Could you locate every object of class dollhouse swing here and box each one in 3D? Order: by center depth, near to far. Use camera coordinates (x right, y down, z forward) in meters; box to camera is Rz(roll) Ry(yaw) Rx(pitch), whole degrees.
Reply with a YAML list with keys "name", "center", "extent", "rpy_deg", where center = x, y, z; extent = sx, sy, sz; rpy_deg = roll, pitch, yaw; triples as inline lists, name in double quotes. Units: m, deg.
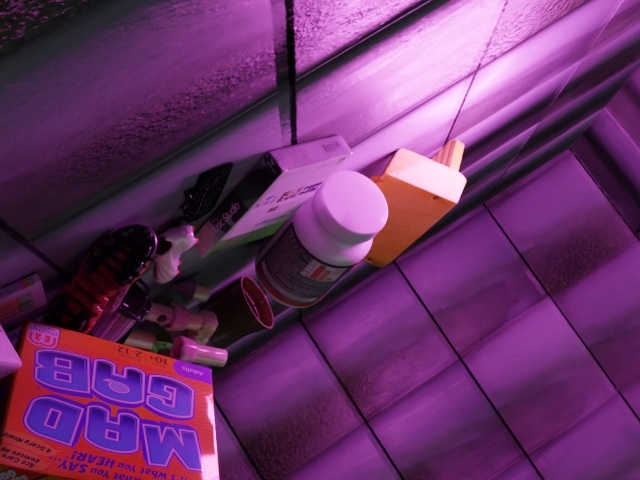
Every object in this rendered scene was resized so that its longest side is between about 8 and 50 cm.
- name: "dollhouse swing"
  center: [0.198, -0.154, 2.395]
  extent: [0.315, 0.305, 0.347]
  rpy_deg: [20, 140, -22]

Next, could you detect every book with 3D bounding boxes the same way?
- name: "book"
  center: [-0.552, 0.111, 1.502]
  extent: [0.144, 0.035, 0.096]
  rpy_deg: [-27, 163, -23]

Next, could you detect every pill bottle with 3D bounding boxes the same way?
- name: "pill bottle"
  center: [0.000, 0.000, 2.098]
  extent: [0.210, 0.210, 0.363]
  rpy_deg: [-25, 166, -38]

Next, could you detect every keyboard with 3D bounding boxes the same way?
- name: "keyboard"
  center: [-0.216, -0.074, 1.639]
  extent: [0.100, 0.038, 0.192]
  rpy_deg: [-28, 166, -27]

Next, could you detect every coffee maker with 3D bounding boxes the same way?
- name: "coffee maker"
  center: [-0.433, 0.179, 1.787]
  extent: [0.178, 0.120, 0.171]
  rpy_deg: [-51, 166, 15]

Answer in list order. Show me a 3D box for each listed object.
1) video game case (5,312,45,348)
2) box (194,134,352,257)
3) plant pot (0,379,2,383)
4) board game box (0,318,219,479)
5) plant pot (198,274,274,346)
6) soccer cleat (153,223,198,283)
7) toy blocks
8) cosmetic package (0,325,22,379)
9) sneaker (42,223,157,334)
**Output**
- name: "video game case"
  center: [-0.663, 0.264, 1.801]
  extent: [0.299, 0.036, 0.329]
  rpy_deg: [-29, 168, -25]
- name: "box"
  center: [-0.105, -0.092, 1.828]
  extent: [0.232, 0.058, 0.322]
  rpy_deg: [-20, 161, -49]
- name: "plant pot"
  center: [-0.577, 0.362, 1.794]
  extent: [0.254, 0.254, 0.239]
  rpy_deg: [-29, 153, -22]
- name: "board game box"
  center: [-0.409, 0.420, 1.504]
  extent: [0.356, 0.357, 0.356]
  rpy_deg: [19, 115, -21]
- name: "plant pot"
  center: [-0.244, 0.209, 2.448]
  extent: [0.165, 0.167, 0.167]
  rpy_deg: [-29, 170, 14]
- name: "soccer cleat"
  center: [-0.311, 0.026, 1.741]
  extent: [0.076, 0.068, 0.196]
  rpy_deg: [-7, 153, -34]
- name: "toy blocks"
  center: [-0.414, 0.234, 2.039]
  extent: [0.260, 0.309, 0.289]
  rpy_deg: [16, 125, -31]
- name: "cosmetic package"
  center: [-0.595, 0.175, 1.331]
  extent: [0.183, 0.151, 0.151]
  rpy_deg: [-32, 169, -4]
- name: "sneaker"
  center: [-0.393, 0.068, 1.598]
  extent: [0.276, 0.097, 0.135]
  rpy_deg: [-47, -179, 14]
